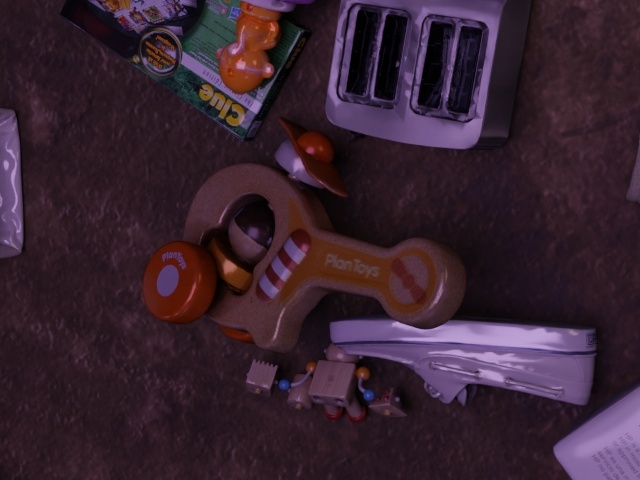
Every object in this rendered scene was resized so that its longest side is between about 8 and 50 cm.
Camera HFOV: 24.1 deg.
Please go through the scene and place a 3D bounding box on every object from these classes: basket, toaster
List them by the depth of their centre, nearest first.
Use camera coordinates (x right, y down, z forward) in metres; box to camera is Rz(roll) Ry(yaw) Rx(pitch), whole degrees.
[{"bbox_3d":[0.101,-0.169,1.448,0.168,0.110,0.185,13,100,21],"label":"toaster"},{"bbox_3d":[-0.404,-0.061,1.662,0.103,0.113,0.167,-1,95,24],"label":"basket"}]

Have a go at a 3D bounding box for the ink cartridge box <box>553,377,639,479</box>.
[{"bbox_3d":[0.455,0.176,1.309,0.395,0.166,0.285,-39,81,22],"label":"ink cartridge box"}]

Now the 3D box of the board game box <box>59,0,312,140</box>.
[{"bbox_3d":[-0.146,-0.230,1.587,0.260,0.030,0.136,35,105,15],"label":"board game box"}]

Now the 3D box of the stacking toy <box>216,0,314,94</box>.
[{"bbox_3d":[-0.042,-0.287,1.473,0.175,0.166,0.302,22,108,22],"label":"stacking toy"}]

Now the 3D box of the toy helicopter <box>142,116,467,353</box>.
[{"bbox_3d":[0.000,0.000,1.453,0.355,0.140,0.235,13,85,43],"label":"toy helicopter"}]

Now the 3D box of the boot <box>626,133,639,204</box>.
[{"bbox_3d":[0.380,-0.107,1.361,0.165,0.077,0.213,24,106,20],"label":"boot"}]

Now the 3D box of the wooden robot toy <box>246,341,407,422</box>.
[{"bbox_3d":[0.014,0.137,1.552,0.173,0.076,0.079,5,62,22],"label":"wooden robot toy"}]

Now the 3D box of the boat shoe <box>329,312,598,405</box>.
[{"bbox_3d":[0.137,0.118,1.476,0.267,0.096,0.088,2,92,13],"label":"boat shoe"}]
